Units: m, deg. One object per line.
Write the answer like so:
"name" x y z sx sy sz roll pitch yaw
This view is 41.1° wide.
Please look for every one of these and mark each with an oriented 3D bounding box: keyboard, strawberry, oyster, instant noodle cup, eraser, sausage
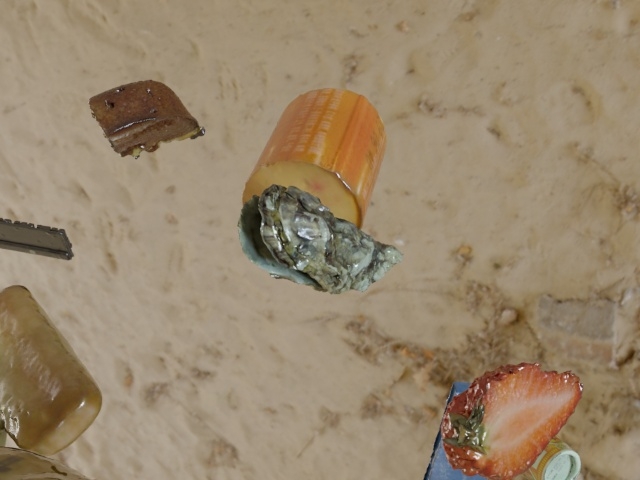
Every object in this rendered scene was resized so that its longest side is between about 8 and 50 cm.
"keyboard" -0.458 -0.015 1.185 0.231 0.023 0.072 9 147 4
"strawberry" 0.245 0.239 1.182 0.107 0.236 0.175 19 92 47
"oyster" 0.003 0.004 1.443 0.158 0.351 0.162 -1 76 48
"instant noodle cup" 0.534 0.523 2.098 0.185 0.169 0.168 33 143 58
"eraser" 0.277 0.406 1.582 0.144 0.042 0.311 10 115 -5
"sausage" -0.003 -0.135 1.654 0.233 0.287 0.233 9 130 11

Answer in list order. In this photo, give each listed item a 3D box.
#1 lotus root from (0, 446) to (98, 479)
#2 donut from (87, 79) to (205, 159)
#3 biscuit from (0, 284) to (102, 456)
"lotus root" -0.113 0.161 0.310 0.139 0.138 0.214 23 137 22
"donut" -0.319 -0.231 1.563 0.126 0.187 0.144 57 163 12
"biscuit" -0.361 0.175 0.890 0.291 0.237 0.062 29 156 50
